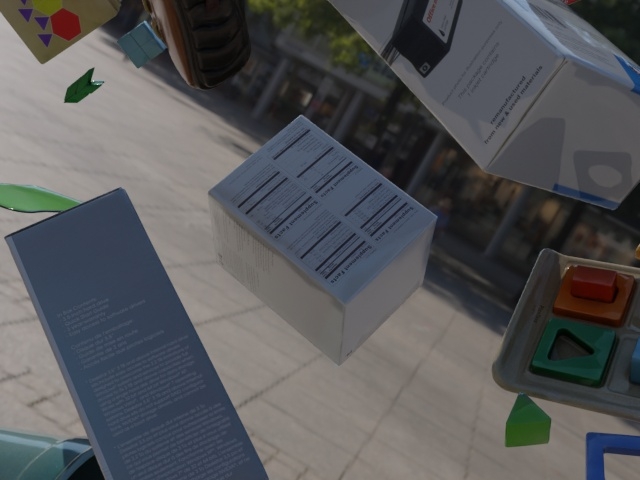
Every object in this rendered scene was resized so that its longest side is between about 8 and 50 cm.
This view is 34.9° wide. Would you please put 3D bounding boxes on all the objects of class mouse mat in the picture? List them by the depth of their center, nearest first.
[{"bbox_3d":[-0.411,-0.059,1.413,0.153,0.007,0.190,18,10,27],"label":"mouse mat"}]

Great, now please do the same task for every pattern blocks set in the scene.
[{"bbox_3d":[-0.358,-0.335,1.299,0.324,0.285,0.026,63,19,-22],"label":"pattern blocks set"}]

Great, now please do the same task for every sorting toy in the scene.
[{"bbox_3d":[0.272,0.077,0.910,0.196,0.347,0.047,14,-44,21],"label":"sorting toy"}]

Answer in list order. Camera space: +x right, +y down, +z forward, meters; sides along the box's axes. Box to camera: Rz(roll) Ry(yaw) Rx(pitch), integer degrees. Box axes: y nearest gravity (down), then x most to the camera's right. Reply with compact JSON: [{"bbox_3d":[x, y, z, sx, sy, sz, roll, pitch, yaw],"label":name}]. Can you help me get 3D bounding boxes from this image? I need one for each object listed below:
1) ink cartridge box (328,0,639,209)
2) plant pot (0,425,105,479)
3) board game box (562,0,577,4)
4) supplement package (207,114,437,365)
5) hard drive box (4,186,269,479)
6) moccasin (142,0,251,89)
[{"bbox_3d":[0.180,-0.187,1.015,0.223,0.129,0.307,10,34,-42],"label":"ink cartridge box"},{"bbox_3d":[-0.455,0.432,1.550,0.334,0.341,0.341,7,-5,28],"label":"plant pot"},{"bbox_3d":[0.408,-0.517,1.667,0.124,0.259,0.039,-17,-14,24],"label":"board game box"},{"bbox_3d":[0.000,0.000,1.493,0.263,0.198,0.199,39,-25,20],"label":"supplement package"},{"bbox_3d":[-0.117,0.111,0.706,0.232,0.089,0.181,59,-14,27],"label":"hard drive box"},{"bbox_3d":[-0.152,-0.336,1.143,0.147,0.139,0.380,46,-15,22],"label":"moccasin"}]
